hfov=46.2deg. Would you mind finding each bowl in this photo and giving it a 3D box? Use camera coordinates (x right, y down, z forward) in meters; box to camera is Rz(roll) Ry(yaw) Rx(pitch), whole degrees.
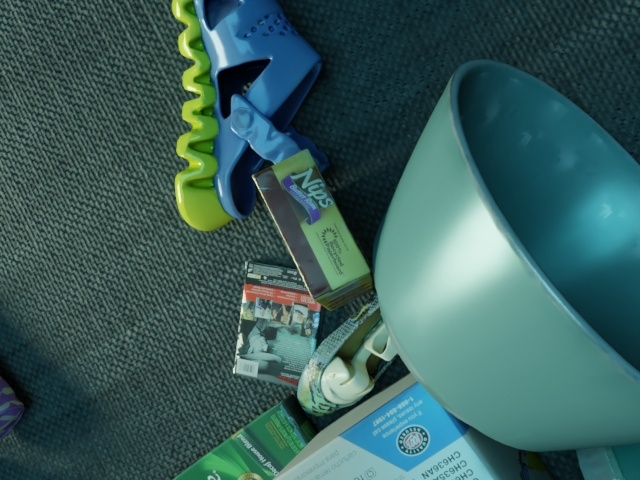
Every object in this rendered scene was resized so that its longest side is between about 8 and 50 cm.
[{"bbox_3d":[0.162,0.033,0.571,0.311,0.311,0.163,51,125,9],"label":"bowl"}]

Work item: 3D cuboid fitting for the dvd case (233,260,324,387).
[{"bbox_3d":[-0.041,0.086,0.760,0.087,0.013,0.119,8,94,17],"label":"dvd case"}]

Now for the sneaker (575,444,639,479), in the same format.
[{"bbox_3d":[0.329,0.284,0.606,0.121,0.108,0.302,-28,83,21],"label":"sneaker"}]

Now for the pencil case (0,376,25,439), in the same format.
[{"bbox_3d":[-0.429,0.148,0.847,0.206,0.088,0.086,41,106,11],"label":"pencil case"}]

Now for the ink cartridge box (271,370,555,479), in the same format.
[{"bbox_3d":[0.106,0.239,0.641,0.171,0.168,0.232,-38,82,16],"label":"ink cartridge box"}]

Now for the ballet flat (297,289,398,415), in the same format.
[{"bbox_3d":[0.043,0.104,0.702,0.070,0.070,0.188,38,104,12],"label":"ballet flat"}]

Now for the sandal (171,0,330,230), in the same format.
[{"bbox_3d":[-0.060,-0.167,0.704,0.138,0.126,0.317,1,102,14],"label":"sandal"}]

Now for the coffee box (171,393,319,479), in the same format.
[{"bbox_3d":[-0.071,0.254,0.764,0.184,0.040,0.113,-37,82,16],"label":"coffee box"}]

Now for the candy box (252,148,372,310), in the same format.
[{"bbox_3d":[0.000,0.000,0.647,0.053,0.186,0.109,-27,80,2],"label":"candy box"}]
